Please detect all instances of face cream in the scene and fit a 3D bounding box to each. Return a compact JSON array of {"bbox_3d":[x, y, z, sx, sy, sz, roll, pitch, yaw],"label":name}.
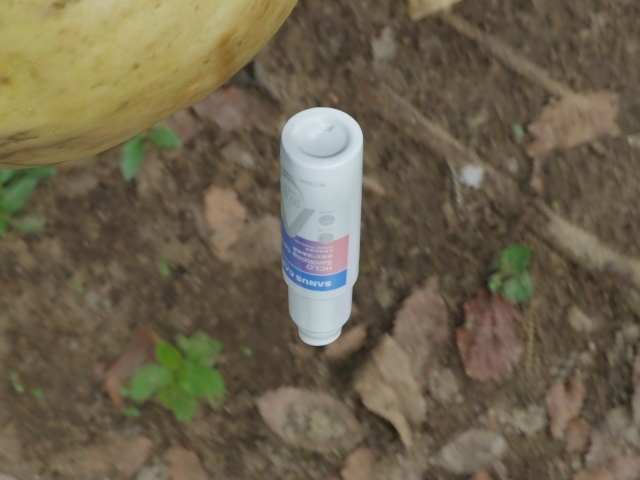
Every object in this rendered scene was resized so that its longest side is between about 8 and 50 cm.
[{"bbox_3d":[0.000,0.000,0.782,0.034,0.130,0.034,0,51,0],"label":"face cream"}]

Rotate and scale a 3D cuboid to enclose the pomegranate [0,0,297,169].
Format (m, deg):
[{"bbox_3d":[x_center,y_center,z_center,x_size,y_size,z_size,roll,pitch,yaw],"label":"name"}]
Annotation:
[{"bbox_3d":[-0.126,-0.179,0.707,0.322,0.322,0.322,-8,62,16],"label":"pomegranate"}]
